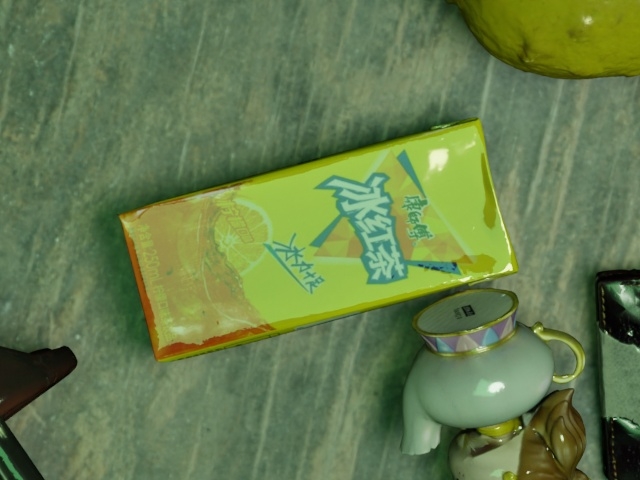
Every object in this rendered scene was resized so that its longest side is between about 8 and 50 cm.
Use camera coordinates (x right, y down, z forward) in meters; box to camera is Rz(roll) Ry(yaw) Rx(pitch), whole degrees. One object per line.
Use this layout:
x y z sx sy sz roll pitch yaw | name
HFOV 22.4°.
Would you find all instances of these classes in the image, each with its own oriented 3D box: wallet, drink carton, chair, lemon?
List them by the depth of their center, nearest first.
0.253 -0.271 1.462 0.284 0.260 0.260 -1 91 17 | lemon
-0.253 0.260 1.502 0.226 0.226 0.401 -35 90 3 | chair
0.395 0.129 1.526 0.262 0.071 0.221 -2 106 10 | wallet
0.000 0.000 1.543 0.351 0.111 0.154 -15 90 3 | drink carton

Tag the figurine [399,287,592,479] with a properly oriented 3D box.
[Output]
0.169 0.182 1.509 0.189 0.142 0.263 -16 107 6 | figurine
